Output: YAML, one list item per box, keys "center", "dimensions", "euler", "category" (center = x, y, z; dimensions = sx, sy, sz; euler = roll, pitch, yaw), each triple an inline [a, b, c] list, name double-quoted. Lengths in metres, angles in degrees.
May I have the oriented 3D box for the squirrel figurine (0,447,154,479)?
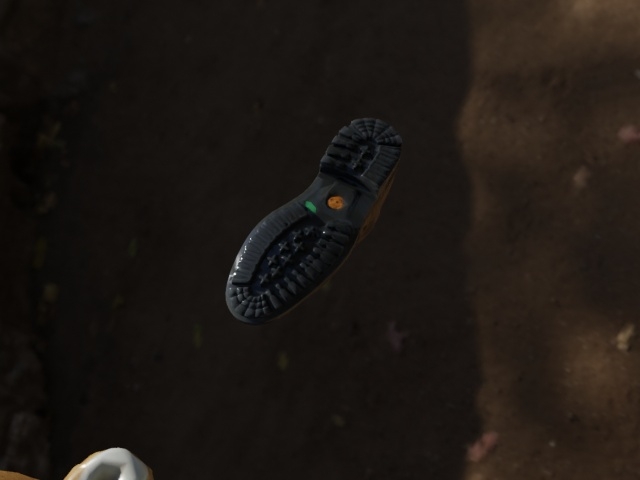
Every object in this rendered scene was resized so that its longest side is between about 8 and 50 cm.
- center: [-0.147, 0.243, 0.515]
  dimensions: [0.281, 0.397, 0.370]
  euler: [-62, -1, 19]
  category: "squirrel figurine"

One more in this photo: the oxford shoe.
- center: [0.000, 0.000, 1.207]
  dimensions: [0.083, 0.096, 0.227]
  euler: [34, 64, 17]
  category: "oxford shoe"
